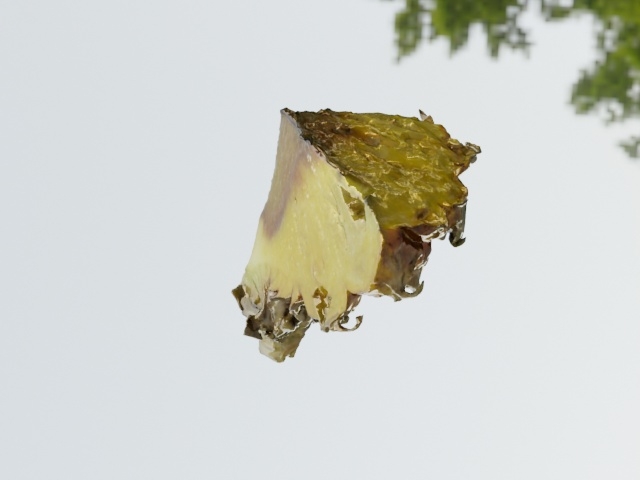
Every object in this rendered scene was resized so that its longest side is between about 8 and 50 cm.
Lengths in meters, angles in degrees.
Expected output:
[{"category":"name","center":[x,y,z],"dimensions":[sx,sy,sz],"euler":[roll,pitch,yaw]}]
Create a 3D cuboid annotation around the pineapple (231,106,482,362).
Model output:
[{"category":"pineapple","center":[0.000,0.000,0.616],"dimensions":[0.114,0.077,0.114],"euler":[-54,14,23]}]
